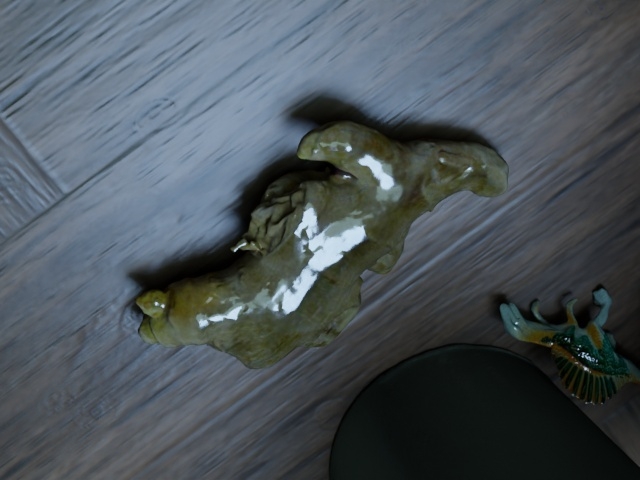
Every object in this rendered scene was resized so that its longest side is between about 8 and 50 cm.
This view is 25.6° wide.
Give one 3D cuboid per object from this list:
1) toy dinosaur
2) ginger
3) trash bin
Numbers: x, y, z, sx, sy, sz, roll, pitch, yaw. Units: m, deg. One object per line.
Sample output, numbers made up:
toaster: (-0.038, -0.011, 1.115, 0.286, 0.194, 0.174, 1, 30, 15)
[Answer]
toy dinosaur: (0.246, 0.110, 1.271, 0.187, 0.106, 0.044, 52, 136, 1)
ginger: (-0.002, 0.001, 1.180, 0.333, 0.080, 0.166, -37, 126, 6)
trash bin: (0.174, 0.281, 1.139, 0.280, 0.432, 0.280, -5, 112, -12)
